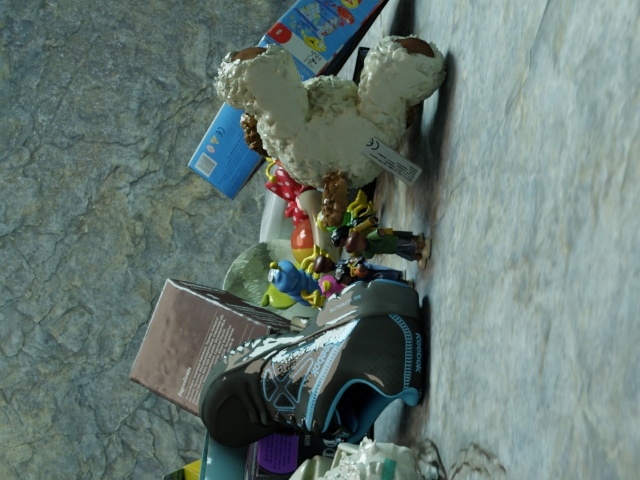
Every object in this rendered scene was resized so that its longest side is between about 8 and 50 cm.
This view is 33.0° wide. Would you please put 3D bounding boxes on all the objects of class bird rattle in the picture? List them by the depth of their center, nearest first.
[{"bbox_3d":[-0.005,-0.006,1.681,0.207,0.143,0.254,-160,74,-73],"label":"bird rattle"}]

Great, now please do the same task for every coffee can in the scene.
[{"bbox_3d":[-0.083,0.132,1.890,0.275,0.201,0.202,118,159,-70],"label":"coffee can"}]

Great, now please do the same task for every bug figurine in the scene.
[{"bbox_3d":[0.000,0.000,1.419,0.216,0.072,0.279,41,-142,-42],"label":"bug figurine"}]

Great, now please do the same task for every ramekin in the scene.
[{"bbox_3d":[-0.023,-0.100,1.909,0.273,0.127,0.273,-168,90,-84],"label":"ramekin"}]

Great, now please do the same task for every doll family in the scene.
[{"bbox_3d":[0.053,0.022,1.247,0.193,0.111,0.076,106,169,-54],"label":"doll family"}]

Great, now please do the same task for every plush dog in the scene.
[{"bbox_3d":[0.017,-0.130,1.285,0.225,0.262,0.211,-78,-17,-83],"label":"plush dog"}]

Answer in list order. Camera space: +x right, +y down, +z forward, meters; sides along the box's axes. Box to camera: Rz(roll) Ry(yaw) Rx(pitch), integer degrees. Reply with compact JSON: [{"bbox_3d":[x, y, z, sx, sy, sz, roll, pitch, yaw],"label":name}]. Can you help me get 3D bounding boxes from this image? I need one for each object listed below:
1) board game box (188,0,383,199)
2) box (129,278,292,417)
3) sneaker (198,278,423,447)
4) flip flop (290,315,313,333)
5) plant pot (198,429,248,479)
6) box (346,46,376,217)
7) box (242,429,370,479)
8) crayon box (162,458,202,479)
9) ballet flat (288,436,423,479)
[{"bbox_3d":[-0.031,-0.248,1.546,0.302,0.086,0.308,-53,2,-38],"label":"board game box"},{"bbox_3d":[-0.139,0.176,1.623,0.168,0.203,0.167,18,-86,-61],"label":"box"},{"bbox_3d":[-0.021,0.173,1.215,0.341,0.125,0.140,-37,48,37],"label":"sneaker"},{"bbox_3d":[0.006,0.174,1.487,0.277,0.112,0.080,101,178,-63],"label":"flip flop"},{"bbox_3d":[-0.097,0.431,1.696,0.290,0.195,0.290,-172,90,-84],"label":"plant pot"},{"bbox_3d":[0.064,-0.159,1.645,0.159,0.044,0.233,-95,14,-61],"label":"box"},{"bbox_3d":[-0.026,0.309,1.457,0.270,0.143,0.165,106,171,-53],"label":"box"},{"bbox_3d":[-0.164,0.486,1.964,0.323,0.083,0.203,-11,-67,-56],"label":"crayon box"},{"bbox_3d":[0.021,0.292,1.168,0.409,0.147,0.147,134,144,-65],"label":"ballet flat"}]
